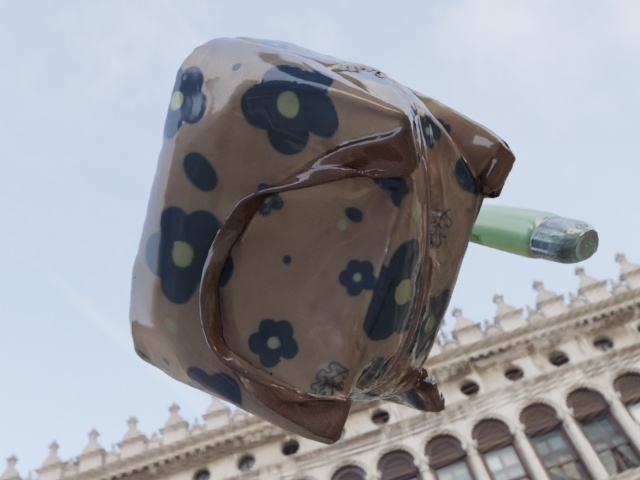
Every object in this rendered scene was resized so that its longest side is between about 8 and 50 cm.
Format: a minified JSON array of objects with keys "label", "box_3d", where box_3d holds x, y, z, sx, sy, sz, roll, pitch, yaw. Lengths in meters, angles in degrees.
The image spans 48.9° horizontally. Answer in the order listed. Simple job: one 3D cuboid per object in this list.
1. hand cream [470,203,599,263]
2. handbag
[{"label":"hand cream","box_3d":[0.188,-0.012,0.709,0.095,0.175,0.045,-16,-70,-40]},{"label":"handbag","box_3d":[0.000,0.000,0.482,0.190,0.193,0.251,-1,-71,-52]}]
